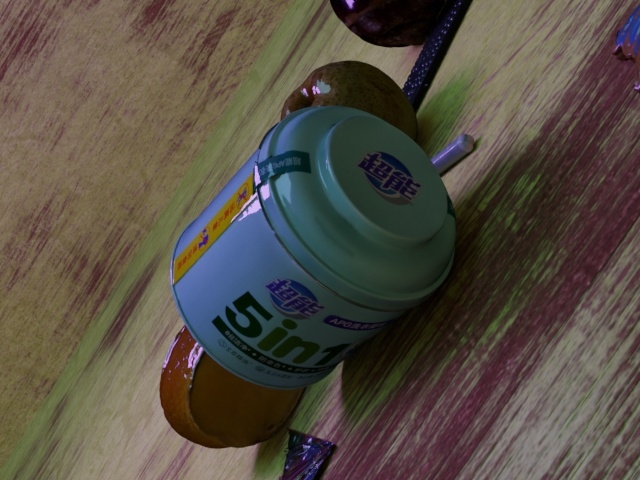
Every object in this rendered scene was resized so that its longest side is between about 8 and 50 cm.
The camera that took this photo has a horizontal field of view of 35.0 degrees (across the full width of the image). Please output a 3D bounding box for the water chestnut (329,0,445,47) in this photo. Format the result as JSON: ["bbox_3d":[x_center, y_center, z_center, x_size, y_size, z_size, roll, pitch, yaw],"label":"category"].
[{"bbox_3d":[0.120,-0.467,1.844,0.223,0.223,0.238,169,99,-68],"label":"water chestnut"}]

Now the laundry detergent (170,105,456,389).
[{"bbox_3d":[0.000,0.000,1.298,0.305,0.287,0.287,-43,23,43],"label":"laundry detergent"}]

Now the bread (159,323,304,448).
[{"bbox_3d":[-0.118,0.180,1.499,0.270,0.195,0.142,-60,23,-17],"label":"bread"}]

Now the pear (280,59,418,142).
[{"bbox_3d":[0.040,-0.168,1.602,0.188,0.211,0.228,-25,39,59],"label":"pear"}]

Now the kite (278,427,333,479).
[{"bbox_3d":[-0.035,0.313,1.344,0.189,0.009,0.232,-48,18,32],"label":"kite"}]

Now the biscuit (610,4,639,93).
[{"bbox_3d":[0.390,-0.237,1.036,0.183,0.043,0.280,-66,15,-12],"label":"biscuit"}]

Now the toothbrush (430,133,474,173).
[{"bbox_3d":[0.115,-0.063,1.522,0.342,0.030,0.025,-41,25,46],"label":"toothbrush"}]

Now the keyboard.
[{"bbox_3d":[0.202,-0.341,1.771,0.310,0.018,0.101,-63,16,-13],"label":"keyboard"}]
